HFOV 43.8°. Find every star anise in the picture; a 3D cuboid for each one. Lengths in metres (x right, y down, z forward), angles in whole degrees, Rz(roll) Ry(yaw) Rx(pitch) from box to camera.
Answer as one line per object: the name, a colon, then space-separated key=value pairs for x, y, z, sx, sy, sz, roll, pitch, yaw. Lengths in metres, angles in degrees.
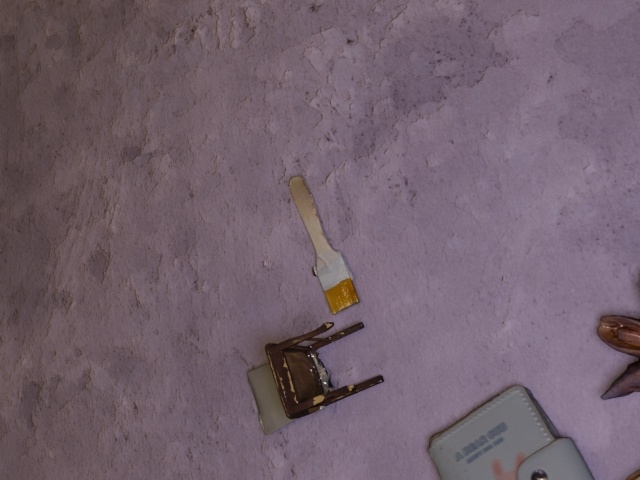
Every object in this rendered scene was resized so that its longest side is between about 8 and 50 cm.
star anise: x=0.606 y=0.190 z=1.306 sx=0.315 sy=0.108 sz=0.315 roll=-4 pitch=83 yaw=29

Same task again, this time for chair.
chair: x=-0.053 y=0.289 z=1.644 sx=0.319 sy=0.186 sz=0.160 roll=-26 pitch=74 yaw=23

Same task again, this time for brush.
brush: x=0.000 y=0.000 z=1.754 sx=0.085 sy=0.020 sz=0.336 roll=-31 pitch=66 yaw=24

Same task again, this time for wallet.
wallet: x=0.354 y=0.445 z=1.397 sx=0.252 sy=0.083 sz=0.360 roll=-38 pitch=49 yaw=16

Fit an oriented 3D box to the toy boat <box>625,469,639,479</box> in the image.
toy boat: x=0.582 y=0.400 z=1.282 sx=0.188 sy=0.061 sz=0.116 roll=-47 pitch=62 yaw=33
